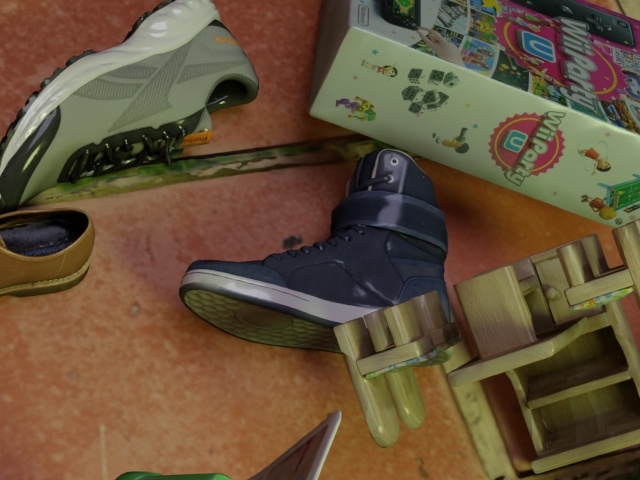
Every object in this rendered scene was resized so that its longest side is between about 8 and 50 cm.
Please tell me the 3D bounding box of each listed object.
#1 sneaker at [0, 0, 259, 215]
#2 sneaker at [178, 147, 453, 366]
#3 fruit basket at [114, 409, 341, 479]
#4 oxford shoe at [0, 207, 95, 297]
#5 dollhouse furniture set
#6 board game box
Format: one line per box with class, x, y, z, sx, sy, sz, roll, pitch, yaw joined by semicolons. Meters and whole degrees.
sneaker;-0.153;-0.096;1.271;0.108;0.100;0.271;47;57;4
sneaker;0.000;0.001;1.264;0.226;0.086;0.163;13;68;-24
fruit basket;-0.129;0.272;0.905;0.165;0.353;0.327;37;54;-17
oxford shoe;-0.264;0.014;1.178;0.212;0.076;0.076;-19;70;-26
dollhouse furniture set;0.161;0.093;1.159;0.161;0.212;0.242;71;19;3
board game box;0.151;-0.141;1.361;0.303;0.097;0.224;20;33;-10
